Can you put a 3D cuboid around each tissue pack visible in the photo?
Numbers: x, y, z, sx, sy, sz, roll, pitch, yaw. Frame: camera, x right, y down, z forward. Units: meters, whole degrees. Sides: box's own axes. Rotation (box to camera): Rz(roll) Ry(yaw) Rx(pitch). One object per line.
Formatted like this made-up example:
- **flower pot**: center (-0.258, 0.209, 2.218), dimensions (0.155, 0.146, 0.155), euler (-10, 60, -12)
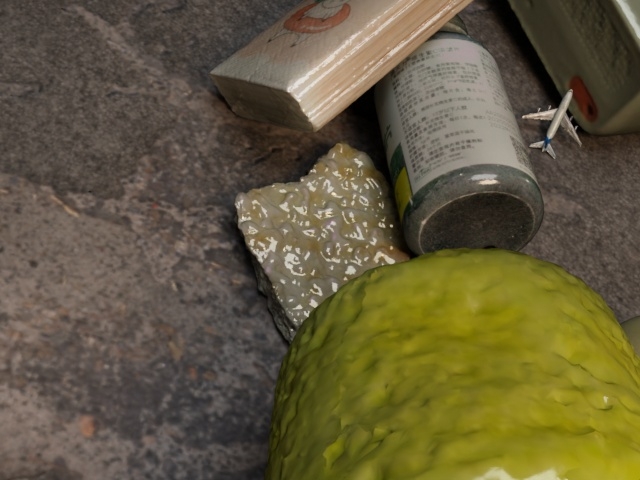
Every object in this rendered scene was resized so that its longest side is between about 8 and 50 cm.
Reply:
- **tissue pack**: center (0.051, -0.241, 1.104), dimensions (0.325, 0.071, 0.170), euler (-42, 31, -18)

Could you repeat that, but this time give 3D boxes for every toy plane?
- **toy plane**: center (0.277, -0.139, 1.230), dimensions (0.077, 0.024, 0.084), euler (25, 80, 0)

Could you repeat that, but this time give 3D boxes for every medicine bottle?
- **medicine bottle**: center (0.134, -0.120, 1.101), dimensions (0.141, 0.141, 0.293), euler (5, 49, -16)

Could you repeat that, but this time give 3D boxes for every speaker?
- **speaker**: center (0.343, -0.325, 1.276), dimensions (0.184, 0.183, 0.406), euler (-14, 69, -29)

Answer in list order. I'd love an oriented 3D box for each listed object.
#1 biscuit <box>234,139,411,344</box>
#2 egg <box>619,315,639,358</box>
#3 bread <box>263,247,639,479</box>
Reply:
- **biscuit**: center (0.000, 0.000, 1.044), dimensions (0.188, 0.040, 0.265), euler (19, 51, -6)
- **egg**: center (0.344, 0.182, 0.943), dimensions (0.188, 0.188, 0.254), euler (-31, 81, -33)
- **bread**: center (0.109, 0.191, 0.764), dimensions (0.348, 0.348, 0.308), euler (8, 39, -13)
